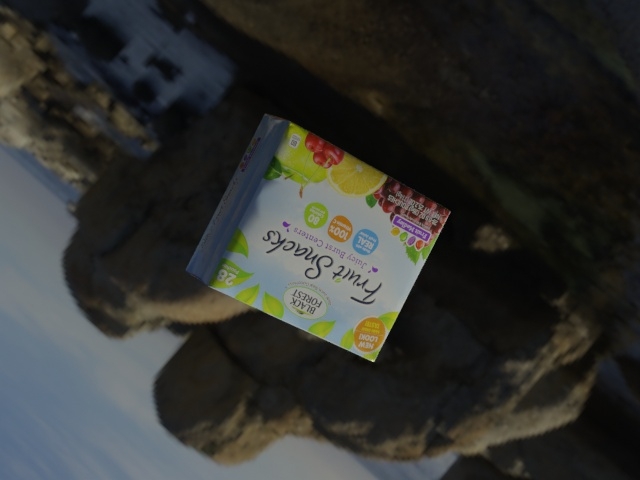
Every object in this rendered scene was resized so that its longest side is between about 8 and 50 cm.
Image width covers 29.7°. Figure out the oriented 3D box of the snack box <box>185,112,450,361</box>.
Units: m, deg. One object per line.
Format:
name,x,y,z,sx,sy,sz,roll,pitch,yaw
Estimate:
snack box,0.000,0.000,1.183,0.207,0.174,0.070,28,180,-28
